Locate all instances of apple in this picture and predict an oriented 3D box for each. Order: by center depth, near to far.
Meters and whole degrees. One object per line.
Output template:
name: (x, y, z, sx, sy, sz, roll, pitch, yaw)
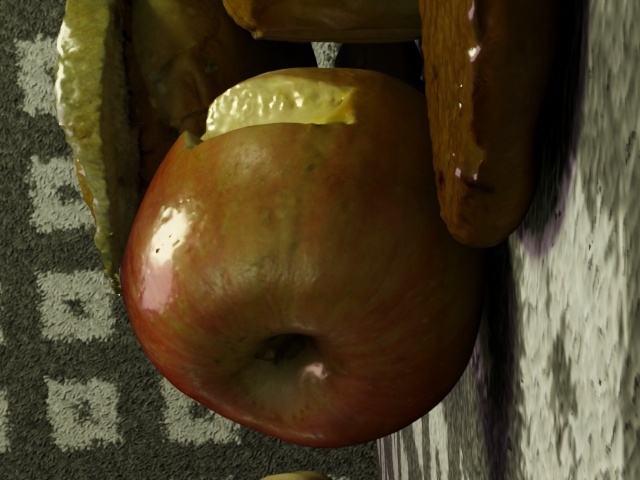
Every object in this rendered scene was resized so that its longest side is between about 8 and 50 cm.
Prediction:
apple: (0.000, 0.000, 0.593, 0.199, 0.199, 0.199, -3, -90, -89)

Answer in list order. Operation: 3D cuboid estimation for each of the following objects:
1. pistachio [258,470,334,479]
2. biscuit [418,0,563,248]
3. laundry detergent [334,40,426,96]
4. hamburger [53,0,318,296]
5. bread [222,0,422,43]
pistachio: (0.001, 0.261, 0.576, 0.187, 0.187, 0.299, 86, -175, -68)
biscuit: (0.058, -0.099, 0.440, 0.212, 0.036, 0.212, -3, -90, -88)
laundry detergent: (0.045, -0.095, 0.845, 0.171, 0.076, 0.237, 87, -177, -56)
hamburger: (-0.069, -0.077, 0.789, 0.285, 0.134, 0.266, -81, -15, -67)
bread: (0.004, -0.235, 0.661, 0.227, 0.142, 0.254, 102, 169, -65)
